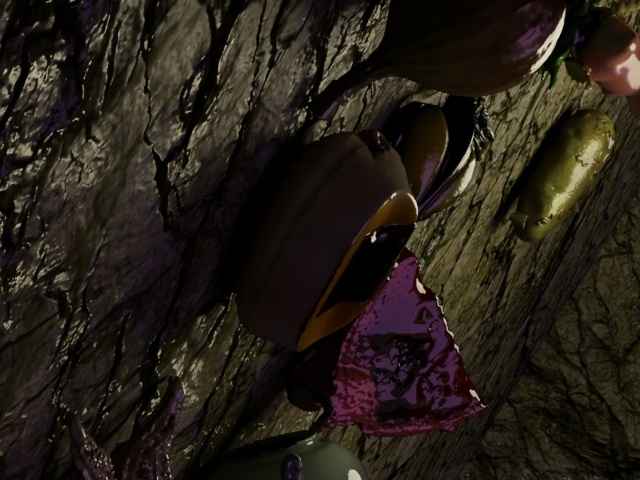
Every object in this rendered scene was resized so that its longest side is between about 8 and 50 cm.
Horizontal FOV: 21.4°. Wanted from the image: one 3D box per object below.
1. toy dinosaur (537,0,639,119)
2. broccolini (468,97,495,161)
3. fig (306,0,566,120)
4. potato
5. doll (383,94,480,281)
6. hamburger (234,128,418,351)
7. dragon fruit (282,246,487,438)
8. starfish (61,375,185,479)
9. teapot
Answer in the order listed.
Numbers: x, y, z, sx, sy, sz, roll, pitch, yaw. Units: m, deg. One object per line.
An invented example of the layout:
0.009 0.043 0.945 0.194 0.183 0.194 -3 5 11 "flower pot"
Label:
0.360 -0.208 2.073 0.152 0.177 0.194 -52 162 -23 "toy dinosaur"
0.171 -0.109 1.924 0.054 0.052 0.194 -48 164 -17 "broccolini"
0.109 -0.164 1.435 0.230 0.143 0.160 -57 -159 -3 "fig"
0.350 -0.093 2.445 0.225 0.090 0.117 -55 165 -10 "potato"
0.081 -0.045 1.705 0.248 0.088 0.127 -50 164 -10 "doll"
0.000 0.000 1.507 0.173 0.116 0.210 -26 151 -48 "hamburger"
0.047 0.124 1.904 0.211 0.134 0.262 -35 129 -16 "dragon fruit"
-0.182 0.246 1.421 0.301 0.084 0.293 -37 140 -75 "starfish"
-0.042 0.275 1.823 0.193 0.129 0.294 -14 -178 -10 "teapot"
